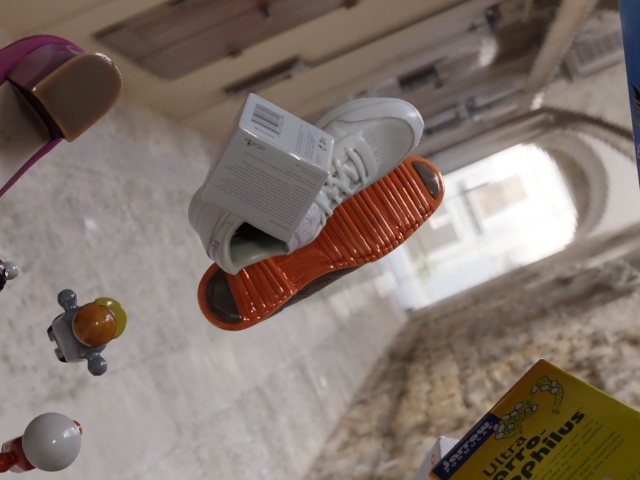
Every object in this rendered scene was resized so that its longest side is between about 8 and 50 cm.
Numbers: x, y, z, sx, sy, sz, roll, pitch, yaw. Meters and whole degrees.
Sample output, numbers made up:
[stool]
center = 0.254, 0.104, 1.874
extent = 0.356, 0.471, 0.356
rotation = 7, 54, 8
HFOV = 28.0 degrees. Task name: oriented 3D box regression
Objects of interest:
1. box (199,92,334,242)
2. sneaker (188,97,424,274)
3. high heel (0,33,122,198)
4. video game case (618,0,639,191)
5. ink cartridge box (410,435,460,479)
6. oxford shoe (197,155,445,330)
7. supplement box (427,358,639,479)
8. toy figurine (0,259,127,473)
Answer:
[box]
center = -0.050, -0.071, 1.245
extent = 0.102, 0.087, 0.101
rotation = 28, 23, -9
[sneaker]
center = -0.004, -0.055, 1.518
extent = 0.114, 0.305, 0.152
rotation = 58, 4, -37
[high heel]
center = -0.350, -0.055, 1.120
extent = 0.181, 0.377, 0.127
rotation = 16, -45, 59
[video game case]
center = 0.461, -0.197, 1.446
extent = 0.061, 0.244, 0.269
rotation = 44, -26, 54
[ink cartridge box]
center = 0.153, 0.368, 1.616
extent = 0.148, 0.086, 0.203
rotation = -89, -162, -46
[oxford shoe]
center = 0.000, 0.000, 1.735
extent = 0.130, 0.364, 0.133
rotation = 61, -1, 7
[supplement box]
center = 0.293, 0.290, 1.315
extent = 0.194, 0.195, 0.356
rotation = 47, -6, -18
[toy figurine]
center = -0.327, 0.127, 1.337
extent = 0.213, 0.209, 0.148
rotation = 29, -25, -18
